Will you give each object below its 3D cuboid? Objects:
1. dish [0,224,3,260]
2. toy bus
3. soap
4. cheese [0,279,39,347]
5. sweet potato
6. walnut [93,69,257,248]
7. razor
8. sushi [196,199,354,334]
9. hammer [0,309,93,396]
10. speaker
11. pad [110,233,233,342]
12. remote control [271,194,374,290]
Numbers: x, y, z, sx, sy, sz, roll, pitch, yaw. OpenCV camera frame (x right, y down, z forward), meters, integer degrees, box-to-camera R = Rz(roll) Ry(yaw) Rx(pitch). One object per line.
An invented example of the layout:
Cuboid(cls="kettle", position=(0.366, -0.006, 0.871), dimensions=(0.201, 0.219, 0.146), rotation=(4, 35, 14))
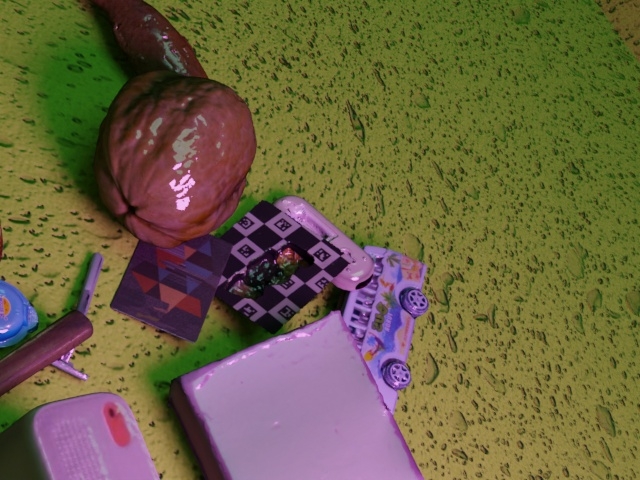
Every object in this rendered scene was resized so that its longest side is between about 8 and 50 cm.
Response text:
Cuboid(cls="dish", position=(-0.503, -0.022, 1.790), dimensions=(0.141, 0.078, 0.141), rotation=(-13, 90, -85))
Cuboid(cls="toy bus", position=(0.083, 0.160, 2.116), dimensions=(0.136, 0.109, 0.330), rotation=(26, 47, -9))
Cuboid(cls="soap", position=(-0.037, 0.285, 1.874), dimensions=(0.285, 0.107, 0.296), rotation=(-18, 74, -26))
Cuboid(cls="cheese", position=(-0.503, 0.088, 1.741), dimensions=(0.256, 0.037, 0.106), rotation=(10, 54, -26))
Cuboid(cls="sweet potato", position=(-0.306, -0.352, 2.162), dimensions=(0.385, 0.109, 0.109), rotation=(49, 43, 1))
Cuboid(cls="walnut", position=(-0.226, -0.130, 1.977), dimensions=(0.283, 0.227, 0.283), rotation=(21, 58, -38))
Cuboid(cls="razor", position=(-0.344, 0.098, 1.861), dimensions=(0.084, 0.036, 0.211), rotation=(31, 47, -21))
Cuboid(cls="sushi", position=(-0.086, 0.054, 2.073), dimensions=(0.192, 0.050, 0.215), rotation=(33, 51, 19))
Cuboid(cls="hammer", position=(-0.460, 0.204, 1.653), dimensions=(0.168, 0.044, 0.440), rotation=(43, 46, 10))
Cuboid(cls="speaker", position=(-0.275, 0.398, 1.598), dimensions=(0.183, 0.184, 0.406), rotation=(-9, 68, -41))
Cuboid(cls="pad", position=(-0.225, 0.052, 1.990), dimensions=(0.142, 0.003, 0.211), rotation=(23, 48, -7))
Cuboid(cls="remote control", position=(0.000, 0.000, 2.149), dimensions=(0.078, 0.042, 0.221), rotation=(-33, 61, -32))
